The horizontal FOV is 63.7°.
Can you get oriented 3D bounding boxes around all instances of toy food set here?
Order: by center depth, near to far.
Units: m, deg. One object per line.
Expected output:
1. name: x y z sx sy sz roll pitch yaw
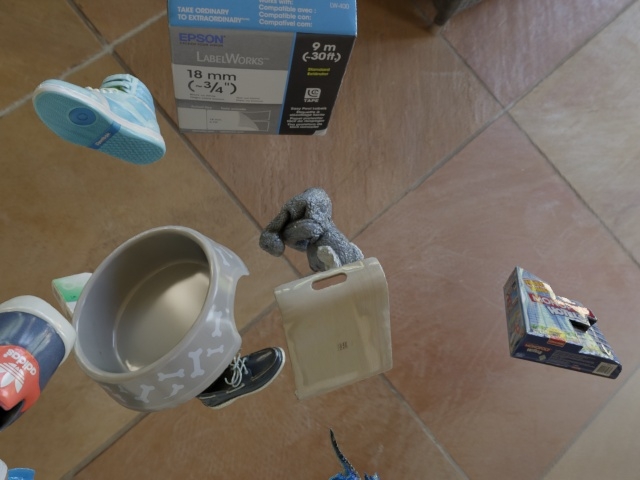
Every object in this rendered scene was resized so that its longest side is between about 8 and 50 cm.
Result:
1. toy food set: 0.030 0.193 1.084 0.219 0.092 0.306 -16 123 -11

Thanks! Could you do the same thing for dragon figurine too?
1. dragon figurine: 0.094 0.581 1.186 0.143 0.085 0.290 -16 62 21

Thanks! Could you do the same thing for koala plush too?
1. koala plush: 0.000 0.000 1.315 0.221 0.196 0.203 44 111 20

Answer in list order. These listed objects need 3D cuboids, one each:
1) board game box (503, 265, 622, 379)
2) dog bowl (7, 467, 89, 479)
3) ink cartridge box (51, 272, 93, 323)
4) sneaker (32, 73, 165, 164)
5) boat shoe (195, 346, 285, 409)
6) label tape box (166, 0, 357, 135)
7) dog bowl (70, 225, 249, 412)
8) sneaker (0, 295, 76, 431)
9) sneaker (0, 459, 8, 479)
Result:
1. board game box: 0.405 0.134 0.905 0.194 0.060 0.194 13 34 -9
2. dog bowl: -0.531 0.553 1.002 0.074 0.166 0.297 -43 130 14
3. ink cartridge box: -0.539 0.141 1.317 0.224 0.056 0.181 -17 41 -39
4. sneaker: -0.500 -0.315 1.166 0.127 0.319 0.208 -24 66 20
5. boat shoe: -0.204 0.332 1.278 0.254 0.079 0.095 -30 44 18
6. label tape box: -0.084 -0.282 0.703 0.240 0.334 0.106 -2 66 -12
7. dog bowl: -0.300 0.125 0.945 0.348 0.102 0.349 -12 54 18
8. sneaker: -0.446 0.196 0.590 0.350 0.148 0.131 -35 113 18
9. sneaker: -0.497 0.315 0.560 0.099 0.282 0.153 -16 109 29
